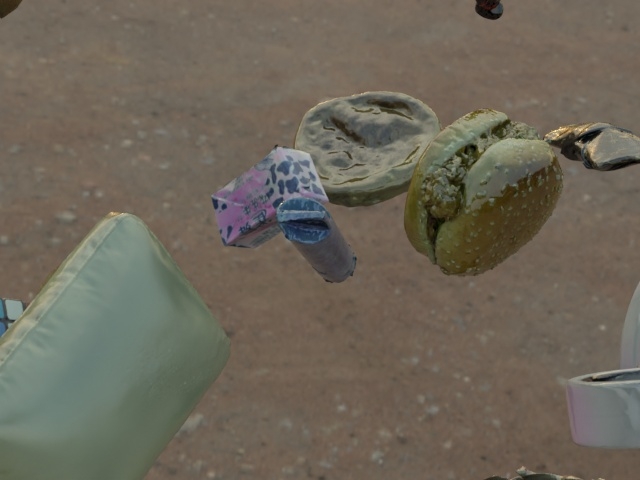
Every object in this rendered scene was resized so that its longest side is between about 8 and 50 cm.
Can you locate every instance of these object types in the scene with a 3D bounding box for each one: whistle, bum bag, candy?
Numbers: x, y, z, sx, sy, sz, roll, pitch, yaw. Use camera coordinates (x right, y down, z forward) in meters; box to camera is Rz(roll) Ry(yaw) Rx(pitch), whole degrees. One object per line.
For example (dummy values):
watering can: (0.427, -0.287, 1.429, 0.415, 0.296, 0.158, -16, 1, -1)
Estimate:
whistle: (0.000, 0.000, 1.394, 0.062, 0.062, 0.304, 19, -8, 12)
bum bag: (0.431, -0.147, 1.698, 0.102, 0.069, 0.248, 1, 13, -14)
candy: (-0.076, -0.061, 1.571, 0.073, 0.160, 0.092, 8, 56, -52)

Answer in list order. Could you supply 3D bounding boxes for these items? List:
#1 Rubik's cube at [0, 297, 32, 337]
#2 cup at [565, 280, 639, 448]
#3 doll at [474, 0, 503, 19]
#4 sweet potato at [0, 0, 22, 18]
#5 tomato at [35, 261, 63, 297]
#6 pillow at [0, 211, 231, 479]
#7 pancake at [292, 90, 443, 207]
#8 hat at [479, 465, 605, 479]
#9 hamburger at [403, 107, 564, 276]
Rubik's cube: (-0.480, 0.183, 1.632, 0.154, 0.155, 0.151, 16, 53, -52)
cup: (0.236, 0.071, 0.477, 0.221, 0.166, 0.202, -36, 5, -16)
doll: (0.256, -0.397, 1.492, 0.088, 0.248, 0.127, 6, 68, 5)
sweet potato: (-0.216, -0.241, 0.741, 0.054, 0.182, 0.053, 4, 3, -37)
tomato: (-0.420, 0.157, 2.149, 0.303, 0.303, 0.239, 33, 14, 32)
pillow: (-0.242, 0.157, 1.204, 0.120, 0.255, 0.322, 3, 46, 42)
pancake: (0.088, -0.177, 2.054, 0.295, 0.049, 0.294, -5, 52, 7)
hat: (0.265, 0.413, 1.631, 0.237, 0.107, 0.286, -28, 10, -36)
hamburger: (0.191, -0.047, 1.305, 0.122, 0.189, 0.215, 35, 36, 30)
